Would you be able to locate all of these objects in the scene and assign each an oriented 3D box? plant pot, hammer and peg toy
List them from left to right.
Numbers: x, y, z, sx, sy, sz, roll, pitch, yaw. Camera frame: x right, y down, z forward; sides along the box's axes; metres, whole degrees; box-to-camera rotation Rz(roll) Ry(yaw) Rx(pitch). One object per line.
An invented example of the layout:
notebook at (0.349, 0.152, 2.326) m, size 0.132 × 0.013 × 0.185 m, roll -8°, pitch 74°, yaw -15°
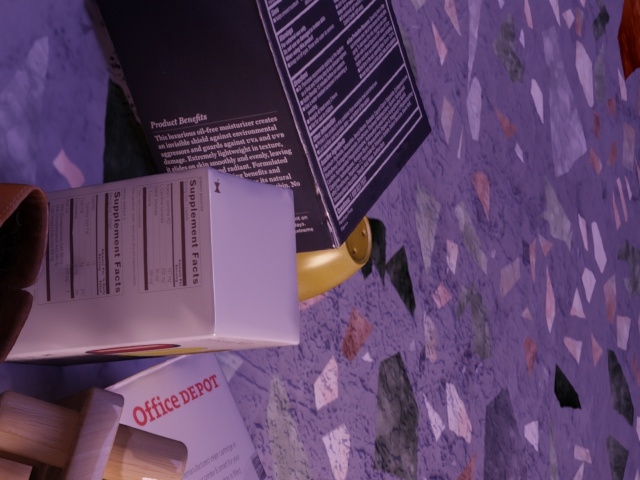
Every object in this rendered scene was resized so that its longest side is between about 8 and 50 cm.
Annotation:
hammer and peg toy at (-0.207, 0.240, 1.101) m, size 0.127 × 0.361 × 0.266 m, roll 19°, pitch 77°, yaw -12°
plant pot at (0.000, 0.000, 1.750) m, size 0.134 × 0.095 × 0.134 m, roll 19°, pitch 68°, yaw -58°

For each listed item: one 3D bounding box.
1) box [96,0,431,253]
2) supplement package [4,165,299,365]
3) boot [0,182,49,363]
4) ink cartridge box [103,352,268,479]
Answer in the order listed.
box at (-0.047, -0.176, 1.613) m, size 0.296 × 0.182 × 0.294 m, roll -50°, pitch 128°, yaw -55°
supplement package at (-0.155, 0.028, 1.305) m, size 0.139 × 0.244 × 0.134 m, roll 12°, pitch 74°, yaw -60°
boot at (-0.290, -0.031, 1.098) m, size 0.109 × 0.220 × 0.283 m, roll 42°, pitch 49°, yaw -50°
ink cartridge box at (-0.125, 0.254, 1.361) m, size 0.283 × 0.117 × 0.207 m, roll 66°, pitch 23°, yaw 2°
